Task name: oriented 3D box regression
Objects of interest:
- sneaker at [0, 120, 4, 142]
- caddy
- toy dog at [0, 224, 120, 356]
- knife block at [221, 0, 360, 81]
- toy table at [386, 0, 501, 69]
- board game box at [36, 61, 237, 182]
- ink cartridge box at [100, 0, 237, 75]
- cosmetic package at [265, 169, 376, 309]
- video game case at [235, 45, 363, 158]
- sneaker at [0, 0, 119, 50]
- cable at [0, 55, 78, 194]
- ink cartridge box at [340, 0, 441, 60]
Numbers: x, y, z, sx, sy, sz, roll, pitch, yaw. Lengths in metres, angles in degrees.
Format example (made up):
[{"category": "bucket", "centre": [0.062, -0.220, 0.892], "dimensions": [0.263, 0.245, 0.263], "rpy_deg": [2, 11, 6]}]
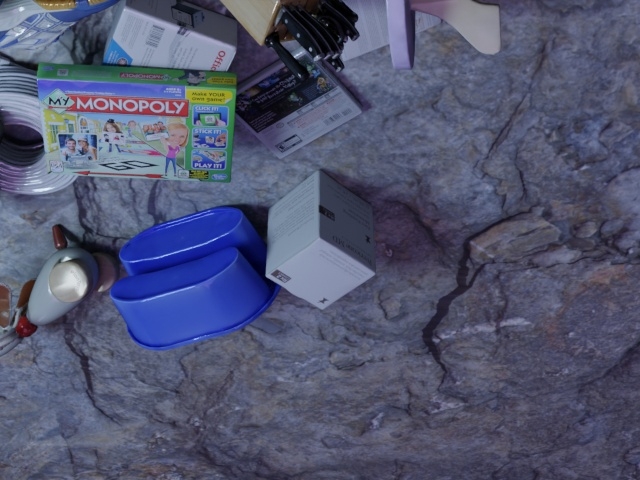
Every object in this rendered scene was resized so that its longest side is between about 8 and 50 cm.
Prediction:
[{"category": "sneaker", "centre": [-0.609, -0.090, 1.776], "dimensions": [0.109, 0.130, 0.286], "rpy_deg": [8, 139, -12]}, {"category": "caddy", "centre": [-0.241, 0.084, 2.020], "dimensions": [0.341, 0.241, 0.179], "rpy_deg": [-15, 129, 15]}, {"category": "toy dog", "centre": [-0.574, 0.094, 2.070], "dimensions": [0.333, 0.161, 0.220], "rpy_deg": [-31, 177, -9]}, {"category": "knife block", "centre": [-0.077, -0.352, 1.536], "dimensions": [0.275, 0.242, 0.088], "rpy_deg": [19, 133, -11]}, {"category": "toy table", "centre": [0.183, -0.396, 1.530], "dimensions": [0.160, 0.252, 0.274], "rpy_deg": [-1, 120, 11]}, {"category": "board game box", "centre": [-0.303, -0.194, 1.737], "dimensions": [0.317, 0.046, 0.214], "rpy_deg": [2, 138, -6]}, {"category": "ink cartridge box", "centre": [-0.248, -0.319, 1.700], "dimensions": [0.190, 0.082, 0.140], "rpy_deg": [16, 134, -20]}, {"category": "cosmetic package", "centre": [0.000, 0.000, 1.971], "dimensions": [0.151, 0.184, 0.151], "rpy_deg": [32, 128, -31]}, {"category": "video game case", "centre": [-0.050, -0.241, 1.833], "dimensions": [0.190, 0.022, 0.173], "rpy_deg": [-27, 132, 26]}, {"category": "sneaker", "centre": [-0.437, -0.371, 1.646], "dimensions": [0.296, 0.112, 0.131], "rpy_deg": [-8, 154, 10]}, {"category": "cable", "centre": [-0.527, -0.190, 1.826], "dimensions": [0.257, 0.089, 0.257], "rpy_deg": [15, 134, -16]}, {"category": "ink cartridge box", "centre": [0.097, -0.387, 1.681], "dimensions": [0.179, 0.045, 0.145], "rpy_deg": [-23, 135, -4]}]
